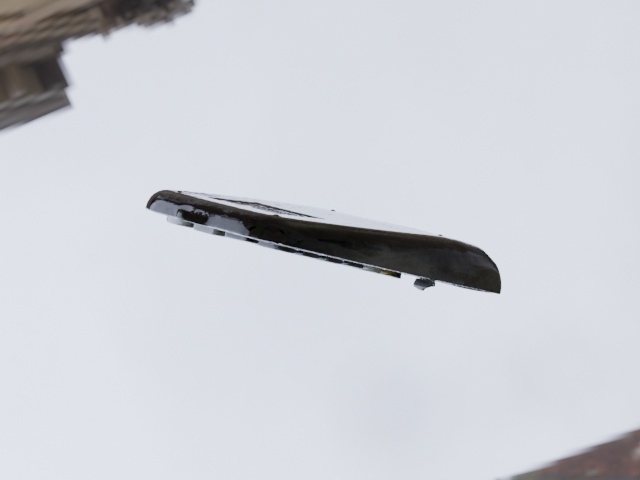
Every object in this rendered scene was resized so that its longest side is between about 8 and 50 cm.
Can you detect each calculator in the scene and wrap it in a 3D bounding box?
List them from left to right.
[{"bbox_3d":[0.000,0.000,1.218,0.268,0.177,0.040,7,-85,-46],"label":"calculator"}]
